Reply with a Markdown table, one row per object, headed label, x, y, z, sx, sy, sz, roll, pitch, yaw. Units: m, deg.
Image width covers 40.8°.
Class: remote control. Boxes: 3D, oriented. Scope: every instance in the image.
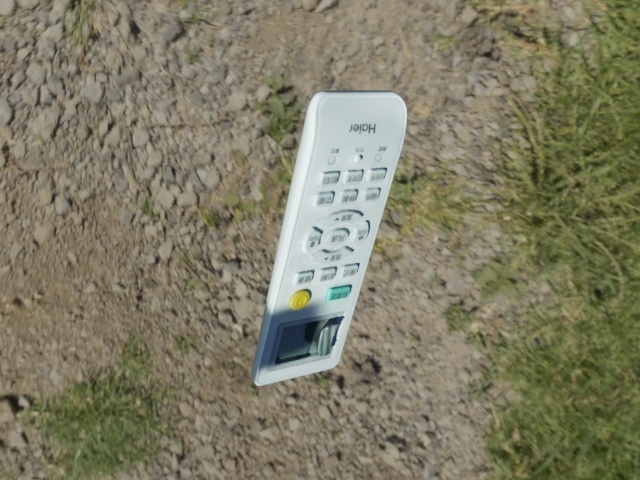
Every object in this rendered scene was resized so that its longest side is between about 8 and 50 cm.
| label | x | y | z | sx | sy | sz | roll | pitch | yaw |
| --- | --- | --- | --- | --- | --- | --- | --- | --- | --- |
| remote control | 0.000 | 0.001 | 0.792 | 0.103 | 0.051 | 0.294 | -7 | 122 | -36 |
